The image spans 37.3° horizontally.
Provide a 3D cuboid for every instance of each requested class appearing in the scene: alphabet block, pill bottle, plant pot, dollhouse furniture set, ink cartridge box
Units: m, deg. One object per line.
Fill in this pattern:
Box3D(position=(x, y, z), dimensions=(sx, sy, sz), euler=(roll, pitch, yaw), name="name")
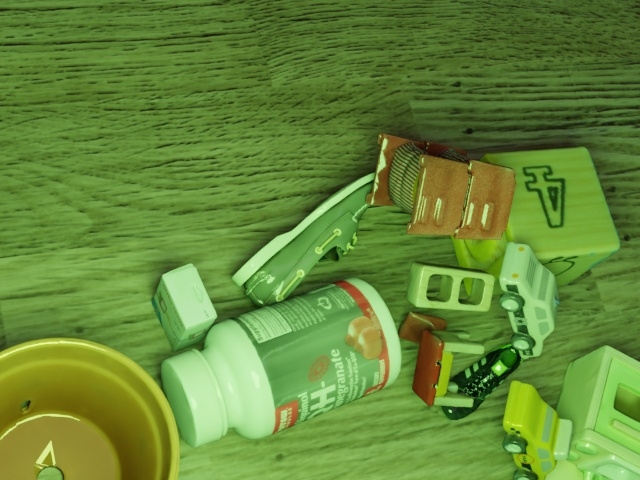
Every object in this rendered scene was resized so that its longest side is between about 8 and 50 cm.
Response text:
Box3D(position=(0.345, -0.030, 1.583), dimensions=(0.197, 0.192, 0.193), euler=(-6, 68, -20), name="alphabet block")
Box3D(position=(-0.058, 0.180, 1.363), dimensions=(0.319, 0.176, 0.176), euler=(-18, 74, -24), name="pill bottle")
Box3D(position=(-0.338, 0.290, 1.206), dimensions=(0.291, 0.203, 0.290), euler=(7, 66, -15), name="plant pot")
Box3D(position=(0.156, 0.041, 1.437), dimensions=(0.152, 0.201, 0.373), euler=(6, 101, -17), name="dollhouse furniture set")
Box3D(position=(-0.200, 0.099, 1.380), dimensions=(0.052, 0.122, 0.088), euler=(-21, 75, -25), name="ink cartridge box")

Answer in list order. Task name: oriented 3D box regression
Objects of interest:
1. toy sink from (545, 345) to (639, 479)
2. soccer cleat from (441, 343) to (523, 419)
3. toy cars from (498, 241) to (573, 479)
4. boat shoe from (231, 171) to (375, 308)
Box3D(position=(0.462, 0.312, 1.506), dimensions=(0.153, 0.131, 0.234), euler=(28, 62, -5), name="toy sink")
Box3D(position=(0.261, 0.218, 1.512), dimensions=(0.179, 0.072, 0.060), euler=(-37, 83, -28), name="soccer cleat")
Box3D(position=(0.331, 0.195, 1.426), dimensions=(0.176, 0.087, 0.393), euler=(-11, 100, -65), name="toy cars")
Box3D(position=(-0.001, 0.001, 1.502), dimensions=(0.305, 0.109, 0.091), euler=(-39, 88, -25), name="boat shoe")
